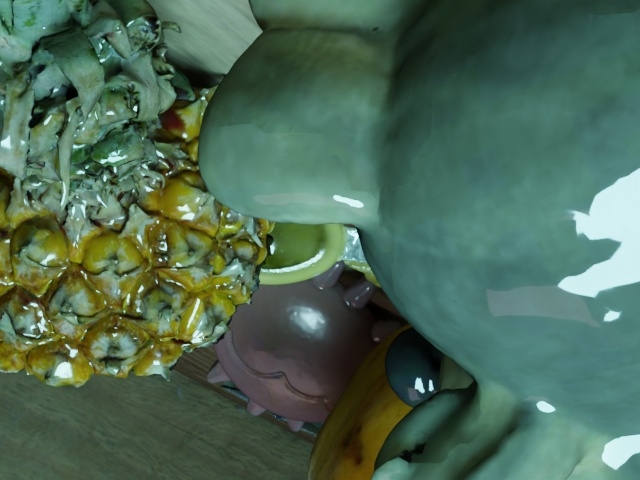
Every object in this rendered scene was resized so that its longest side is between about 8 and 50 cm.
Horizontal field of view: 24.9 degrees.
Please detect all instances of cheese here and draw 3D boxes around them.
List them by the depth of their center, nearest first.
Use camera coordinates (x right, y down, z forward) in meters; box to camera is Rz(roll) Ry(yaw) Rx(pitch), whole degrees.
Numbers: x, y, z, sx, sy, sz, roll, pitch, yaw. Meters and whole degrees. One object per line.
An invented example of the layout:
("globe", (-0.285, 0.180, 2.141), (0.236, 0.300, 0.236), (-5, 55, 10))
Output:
("cheese", (0.000, 0.000, 1.181), (0.162, 0.086, 0.036), (10, 175, 1))

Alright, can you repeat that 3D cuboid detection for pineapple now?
("pineapple", (-0.159, -0.080, 0.872), (0.262, 0.262, 0.272), (20, 151, 19))

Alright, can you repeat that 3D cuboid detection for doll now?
("doll", (0.175, 0.041, 0.481), (0.378, 0.252, 0.382), (15, 156, 46))
("doll", (-0.030, 0.092, 1.403), (0.262, 0.211, 0.093), (37, -148, -5))

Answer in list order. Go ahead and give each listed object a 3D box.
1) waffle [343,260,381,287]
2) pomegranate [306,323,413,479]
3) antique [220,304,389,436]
("waffle", (0.081, 0.049, 1.286), (0.125, 0.032, 0.191), (13, 166, 5))
("pomegranate", (0.192, 0.217, 1.120), (0.410, 0.410, 0.410), (23, 169, 5))
("antique", (0.005, 0.136, 1.578), (0.152, 0.148, 0.146), (30, 166, -24))
